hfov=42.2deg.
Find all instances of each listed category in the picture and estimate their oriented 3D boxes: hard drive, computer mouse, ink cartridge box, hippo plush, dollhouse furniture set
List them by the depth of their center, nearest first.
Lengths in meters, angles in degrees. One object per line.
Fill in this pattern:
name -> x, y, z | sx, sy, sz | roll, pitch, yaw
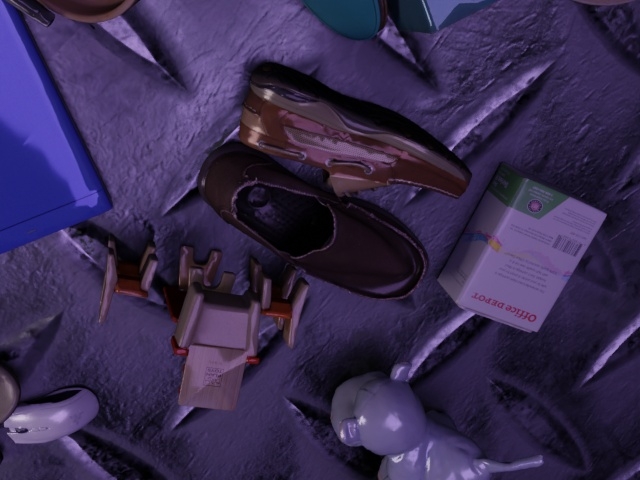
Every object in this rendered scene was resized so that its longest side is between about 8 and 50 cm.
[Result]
hard drive -> -0.419, -0.142, 1.015 | 0.210, 0.040, 0.319 | -22, 116, -4
dollhouse furniture set -> -0.152, 0.101, 1.068 | 0.261, 0.259, 0.135 | 10, 100, -16
computer mouse -> -0.416, 0.263, 1.189 | 0.192, 0.042, 0.106 | -16, 115, -7
hippo plush -> 0.113, 0.323, 1.236 | 0.236, 0.294, 0.234 | 41, 76, -18
ink cartridge box -> 0.297, 0.013, 1.239 | 0.154, 0.093, 0.213 | 20, 105, -20

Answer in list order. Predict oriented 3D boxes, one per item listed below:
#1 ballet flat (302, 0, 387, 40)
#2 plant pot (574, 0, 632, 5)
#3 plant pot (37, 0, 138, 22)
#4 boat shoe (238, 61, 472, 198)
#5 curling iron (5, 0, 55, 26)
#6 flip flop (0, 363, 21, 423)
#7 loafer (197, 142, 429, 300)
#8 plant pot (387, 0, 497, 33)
ballet flat -> -0.014, -0.373, 0.967 | 0.342, 0.116, 0.124 | 32, 61, -48
plant pot -> 0.435, -0.427, 0.967 | 0.333, 0.305, 0.334 | -5, 113, -13
plant pot -> -0.257, -0.368, 0.896 | 0.237, 0.110, 0.237 | 18, 136, 19
boat shoe -> 0.041, -0.123, 1.109 | 0.323, 0.123, 0.120 | 22, 111, -13
curling iron -> -0.405, -0.335, 0.907 | 0.274, 0.035, 0.068 | 43, 97, -11
flip flop -> -0.537, 0.181, 1.091 | 0.277, 0.080, 0.112 | 28, 85, -20
loafer -> 0.000, 0.000, 1.134 | 0.365, 0.130, 0.134 | 24, 105, -22
plant pot -> 0.139, -0.394, 0.989 | 0.165, 0.165, 0.234 | -27, 109, -2
